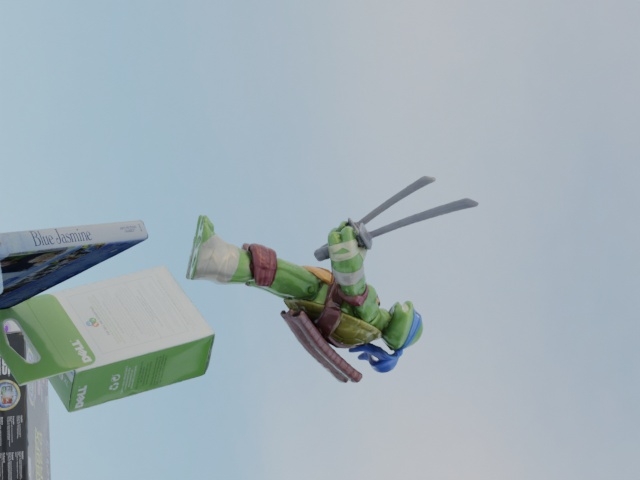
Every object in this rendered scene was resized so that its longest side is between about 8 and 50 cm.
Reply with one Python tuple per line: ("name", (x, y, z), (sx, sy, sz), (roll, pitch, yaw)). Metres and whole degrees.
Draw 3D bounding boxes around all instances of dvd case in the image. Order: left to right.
("dvd case", (-0.286, 0.031, 1.149), (0.180, 0.253, 0.022), (-25, -97, 26))

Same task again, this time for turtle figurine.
("turtle figurine", (0.000, 0.000, 1.476), (0.198, 0.266, 0.275), (-92, -163, -58))

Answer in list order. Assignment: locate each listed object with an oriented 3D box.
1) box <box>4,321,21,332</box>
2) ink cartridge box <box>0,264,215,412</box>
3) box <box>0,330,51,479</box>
("box", (-0.593, 0.250, 2.169), (0.063, 0.324, 0.067), (38, -5, 12))
("ink cartridge box", (-0.221, 0.100, 1.326), (0.109, 0.209, 0.062), (50, -42, 34))
("box", (-0.421, 0.283, 1.898), (0.216, 0.060, 0.270), (99, -14, -71))
